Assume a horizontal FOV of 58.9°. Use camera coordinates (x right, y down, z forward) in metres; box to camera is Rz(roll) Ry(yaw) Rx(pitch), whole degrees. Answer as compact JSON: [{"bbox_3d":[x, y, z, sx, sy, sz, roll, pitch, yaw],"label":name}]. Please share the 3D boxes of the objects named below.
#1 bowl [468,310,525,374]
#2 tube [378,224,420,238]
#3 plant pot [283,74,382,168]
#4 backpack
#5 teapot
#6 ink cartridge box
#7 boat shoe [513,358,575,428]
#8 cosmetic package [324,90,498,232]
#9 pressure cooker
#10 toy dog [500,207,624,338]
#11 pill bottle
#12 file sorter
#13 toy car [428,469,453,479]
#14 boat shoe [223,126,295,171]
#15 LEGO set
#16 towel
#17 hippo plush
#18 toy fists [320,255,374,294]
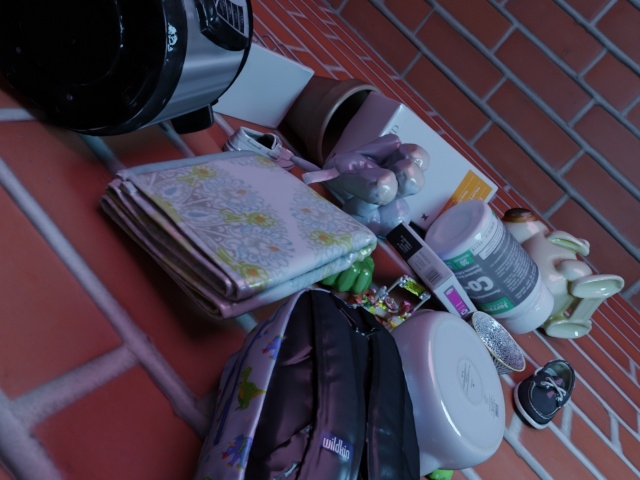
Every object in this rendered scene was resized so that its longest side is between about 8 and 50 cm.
[{"bbox_3d":[0.397,0.260,1.350,0.170,0.080,0.170,31,29,-20],"label":"bowl"},{"bbox_3d":[0.187,-0.025,1.529,0.207,0.052,0.080,8,26,-43],"label":"tube"},{"bbox_3d":[0.009,-0.352,1.589,0.229,0.263,0.263,35,21,29],"label":"plant pot"},{"bbox_3d":[-0.010,0.227,0.700,0.290,0.273,0.356,29,51,-21],"label":"backpack"},{"bbox_3d":[0.159,0.240,0.903,0.256,0.187,0.253,-2,70,-51],"label":"teapot"},{"bbox_3d":[0.282,0.097,1.354,0.176,0.069,0.371,52,7,34],"label":"ink cartridge box"},{"bbox_3d":[0.562,0.366,1.403,0.114,0.091,0.302,48,27,12],"label":"boat shoe"},{"bbox_3d":[0.260,-0.181,1.563,0.453,0.230,0.161,29,8,-35],"label":"cosmetic package"},{"bbox_3d":[-0.327,-0.406,1.033,0.375,0.370,0.420,32,26,2],"label":"pressure cooker"},{"bbox_3d":[0.698,0.088,1.861,0.394,0.285,0.408,-4,42,-6],"label":"toy dog"},{"bbox_3d":[0.461,0.079,1.527,0.361,0.204,0.204,44,25,-21],"label":"pill bottle"},{"bbox_3d":[-0.199,-0.440,1.455,0.277,0.193,0.173,6,41,-50],"label":"file sorter"},{"bbox_3d":[0.196,0.320,1.020,0.239,0.053,0.225,26,31,-30],"label":"toy car"},{"bbox_3d":[-0.125,-0.216,1.349,0.226,0.076,0.083,-1,50,-54],"label":"boat shoe"},{"bbox_3d":[0.141,0.135,1.158,0.286,0.107,0.132,18,36,-40],"label":"LEGO set"},{"bbox_3d":[-0.127,-0.030,0.956,0.320,0.090,0.374,39,35,24],"label":"towel"},{"bbox_3d":[0.115,-0.081,1.296,0.294,0.237,0.234,-17,34,-10],"label":"hippo plush"},{"bbox_3d":[0.000,0.000,1.179,0.279,0.096,0.142,46,26,5],"label":"toy fists"}]
